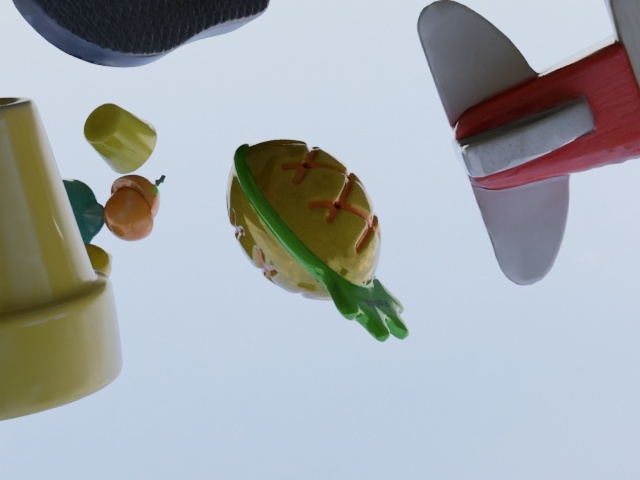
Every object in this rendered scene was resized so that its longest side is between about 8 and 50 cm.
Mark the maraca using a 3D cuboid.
[{"bbox_3d":[0.000,0.000,1.217,0.099,0.185,0.127,-43,164,20],"label":"maraca"}]

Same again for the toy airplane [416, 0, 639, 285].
[{"bbox_3d":[0.256,-0.113,1.024,0.386,0.384,0.272,26,172,-17],"label":"toy airplane"}]

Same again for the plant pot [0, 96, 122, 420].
[{"bbox_3d":[-0.303,0.009,1.370,0.254,0.239,0.254,-6,-171,1],"label":"plant pot"}]

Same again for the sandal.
[{"bbox_3d":[-0.121,-0.160,1.123,0.054,0.097,0.254,-24,175,32],"label":"sandal"}]

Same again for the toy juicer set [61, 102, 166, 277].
[{"bbox_3d":[-0.297,0.012,1.848,0.329,0.089,0.209,-37,-131,11],"label":"toy juicer set"}]
